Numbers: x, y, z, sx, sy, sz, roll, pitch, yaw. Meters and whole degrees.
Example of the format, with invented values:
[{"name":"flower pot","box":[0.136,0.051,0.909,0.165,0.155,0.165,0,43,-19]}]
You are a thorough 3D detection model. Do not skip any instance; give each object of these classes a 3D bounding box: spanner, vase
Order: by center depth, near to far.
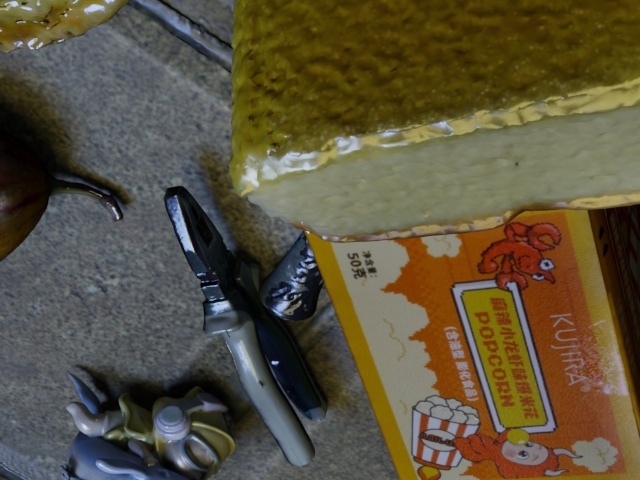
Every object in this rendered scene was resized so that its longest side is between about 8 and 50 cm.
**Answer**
[{"name":"vase","box":[0.000,0.000,1.199,0.059,0.059,0.167,25,130,-5]},{"name":"spanner","box":[-0.070,0.080,1.259,0.040,0.095,0.325,-11,125,23]}]

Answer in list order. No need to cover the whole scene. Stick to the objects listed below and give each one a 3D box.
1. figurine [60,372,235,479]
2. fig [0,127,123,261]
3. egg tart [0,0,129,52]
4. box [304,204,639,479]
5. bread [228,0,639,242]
[{"name":"figurine","box":[-0.185,0.214,1.382,0.208,0.184,0.128,37,149,35]},{"name":"fig","box":[-0.311,-0.049,1.199,0.202,0.148,0.149,-31,161,-4]},{"name":"egg tart","box":[-0.302,-0.309,0.952,0.443,0.178,0.443,9,131,11]},{"name":"box","box":[0.146,0.007,1.032,0.214,0.259,0.283,-9,126,19]},{"name":"bread","box":[0.109,-0.181,0.842,0.324,0.333,0.143,-8,155,22]}]
